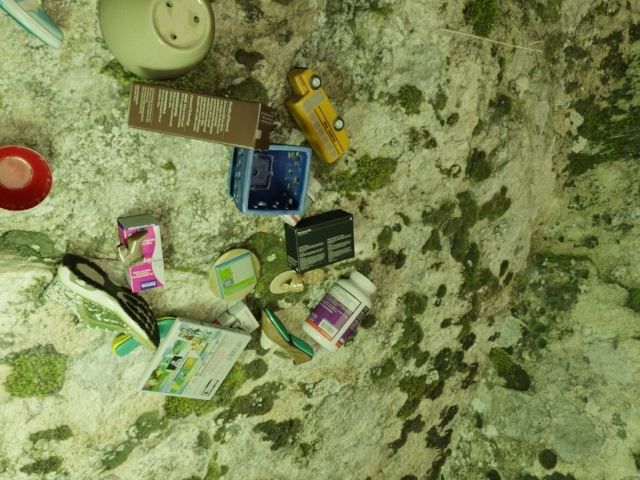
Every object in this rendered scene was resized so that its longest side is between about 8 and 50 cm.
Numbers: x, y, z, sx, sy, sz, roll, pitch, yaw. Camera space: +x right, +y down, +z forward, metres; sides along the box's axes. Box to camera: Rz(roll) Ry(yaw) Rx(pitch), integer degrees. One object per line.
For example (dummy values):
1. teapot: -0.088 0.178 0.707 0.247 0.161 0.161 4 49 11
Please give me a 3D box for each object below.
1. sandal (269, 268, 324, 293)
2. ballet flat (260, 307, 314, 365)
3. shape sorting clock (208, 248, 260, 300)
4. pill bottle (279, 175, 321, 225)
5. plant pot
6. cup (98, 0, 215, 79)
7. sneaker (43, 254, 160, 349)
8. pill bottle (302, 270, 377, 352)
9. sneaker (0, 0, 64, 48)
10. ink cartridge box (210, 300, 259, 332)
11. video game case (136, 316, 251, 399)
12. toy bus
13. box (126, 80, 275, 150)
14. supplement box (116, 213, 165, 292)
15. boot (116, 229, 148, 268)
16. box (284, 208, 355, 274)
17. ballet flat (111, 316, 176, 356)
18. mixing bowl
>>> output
1. sandal: -0.078 0.161 2.128 0.239 0.079 0.088 -14 113 -29
2. ballet flat: -0.160 0.402 2.157 0.124 0.116 0.342 -37 129 6
3. shape sorting clock: -0.315 0.126 1.985 0.206 0.040 0.207 -13 112 -33
4. pill bottle: -0.081 -0.152 2.000 0.180 0.108 0.108 -50 126 -8
5. plant pot: -0.189 -0.223 1.841 0.235 0.212 0.236 -1 108 -33
6. cup: -0.431 -0.621 1.531 0.330 0.237 0.332 -11 111 -30
7. sneaker: -0.691 0.228 1.719 0.182 0.158 0.410 -41 110 12
8. pill bottle: 0.085 0.286 2.215 0.323 0.181 0.181 -51 126 -9
9. sneaker: -0.744 -0.670 1.379 0.208 0.127 0.319 -49 126 -8
10. ink cartridge box: -0.321 0.317 2.033 0.150 0.063 0.109 -38 123 -16
11. video game case: -0.453 0.434 1.949 0.299 0.036 0.329 20 111 -38
12. toy bus: -0.019 -0.450 1.939 0.130 0.108 0.333 -43 125 -12
13. box: -0.343 -0.360 1.584 0.380 0.191 0.143 13 100 5
14. supplement box: -0.576 0.039 1.742 0.111 0.114 0.220 -12 114 -28
15. boot: -0.564 0.030 1.657 0.118 0.042 0.087 -32 126 -16
16. box: 0.000 0.000 2.110 0.261 0.103 0.185 -16 117 -28
17. ballet flat: -0.601 0.312 1.841 0.230 0.077 0.077 -27 122 -24
18. mixing bowl: -0.846 -0.178 1.498 0.181 0.098 0.182 -11 111 -29
